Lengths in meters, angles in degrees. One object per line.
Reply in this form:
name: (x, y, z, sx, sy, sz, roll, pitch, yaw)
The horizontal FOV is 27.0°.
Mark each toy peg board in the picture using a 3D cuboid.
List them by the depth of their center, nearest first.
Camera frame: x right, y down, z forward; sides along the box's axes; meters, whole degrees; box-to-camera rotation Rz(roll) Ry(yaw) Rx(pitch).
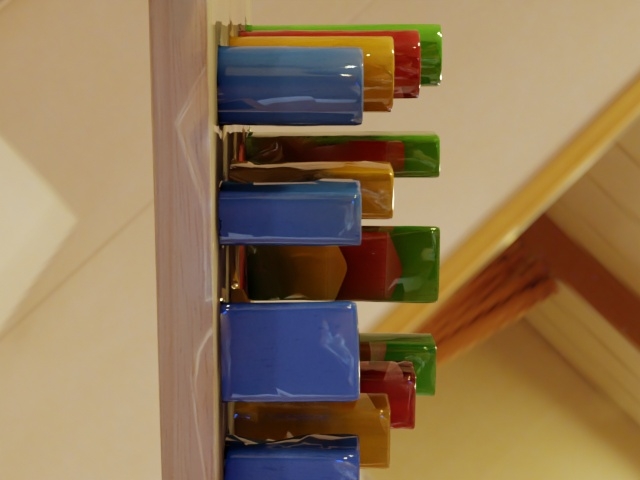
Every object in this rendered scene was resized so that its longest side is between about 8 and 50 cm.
toy peg board: (0.000, 0.000, 0.396, 0.160, 0.079, 0.161, -89, 178, -78)
